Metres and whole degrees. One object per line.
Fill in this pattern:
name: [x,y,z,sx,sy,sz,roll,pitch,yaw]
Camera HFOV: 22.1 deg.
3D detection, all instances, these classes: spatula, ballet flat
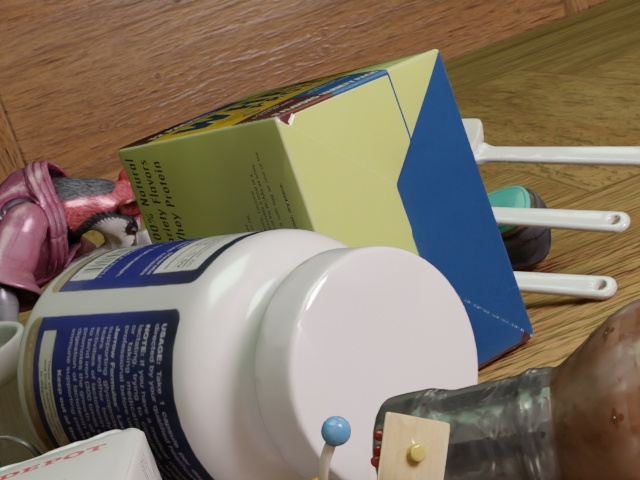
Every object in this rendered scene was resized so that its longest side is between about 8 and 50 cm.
spatula: [0.125,-0.023,1.189,0.242,0.019,0.168,2,50,38]
ballet flat: [0.084,0.011,1.259,0.203,0.074,0.074,-14,11,25]

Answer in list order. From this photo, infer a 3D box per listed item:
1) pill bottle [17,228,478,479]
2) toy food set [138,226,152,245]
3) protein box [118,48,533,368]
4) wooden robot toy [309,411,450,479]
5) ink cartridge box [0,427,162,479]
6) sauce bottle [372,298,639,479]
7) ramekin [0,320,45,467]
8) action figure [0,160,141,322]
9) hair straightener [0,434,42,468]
pill bottle: [-0.046,0.072,0.918,0.153,0.153,0.265,-27,13,-36]
toy food set: [-0.102,0.012,1.555,0.232,0.104,0.111,-24,9,44]
protein box: [0.000,0.000,1.081,0.136,0.199,0.201,-26,11,-33]
wooden robot toy: [-0.011,0.143,0.675,0.173,0.076,0.079,-56,14,-18]
ink cartridge box: [-0.148,0.174,0.745,0.154,0.093,0.212,-18,12,2]
sauce bottle: [0.189,0.064,0.660,0.344,0.111,0.111,-17,10,24]
ramekin: [-0.277,0.143,1.104,0.207,0.109,0.207,-19,10,3]
action figure: [-0.310,0.017,1.449,0.370,0.275,0.248,-33,3,4]
hair straightener: [-0.254,0.137,0.965,0.230,0.089,0.047,14,28,1]
